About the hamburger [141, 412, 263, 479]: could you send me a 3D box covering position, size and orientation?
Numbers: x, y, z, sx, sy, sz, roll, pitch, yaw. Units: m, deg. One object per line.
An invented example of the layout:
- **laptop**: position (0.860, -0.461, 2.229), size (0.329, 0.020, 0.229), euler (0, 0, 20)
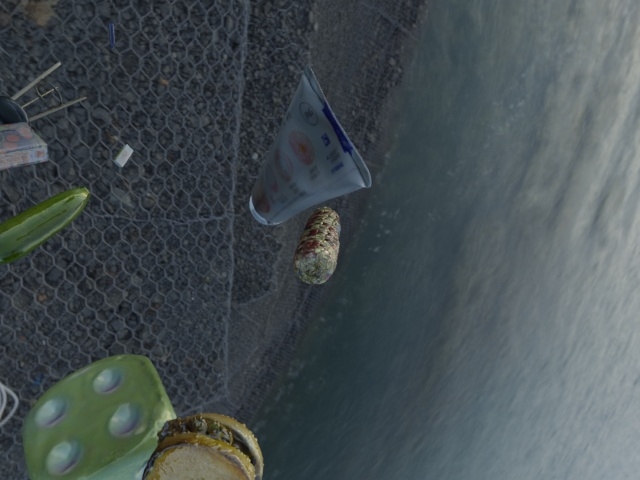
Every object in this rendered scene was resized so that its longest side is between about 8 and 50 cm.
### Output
- **hamburger**: position (-0.186, 0.361, 0.709), size (0.182, 0.118, 0.191), euler (-41, 96, 8)

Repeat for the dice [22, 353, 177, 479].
- **dice**: position (-0.413, 0.407, 0.897), size (0.249, 0.252, 0.255), euler (-24, 135, -24)

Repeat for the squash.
- **squash**: position (-0.499, -0.032, 0.793), size (0.201, 0.066, 0.066), euler (-48, 136, -32)

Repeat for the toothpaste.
- **toothpaste**: position (-0.029, -0.068, 0.476), size (0.066, 0.323, 0.100), euler (-29, 92, -16)

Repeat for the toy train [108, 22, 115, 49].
- **toy train**: position (-0.722, -0.704, 1.547), size (0.017, 0.017, 0.083), euler (-7, 106, -31)

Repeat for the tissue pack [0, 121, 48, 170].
- **tissue pack**: position (-0.705, -0.207, 0.990), size (0.148, 0.108, 0.060), euler (-27, 151, -44)

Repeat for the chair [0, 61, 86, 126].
- **chair**: position (-0.719, -0.357, 1.127), size (0.095, 0.104, 0.222), euler (92, 20, -49)

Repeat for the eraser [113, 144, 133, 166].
- **eraser**: position (-0.733, -0.315, 1.663), size (0.038, 0.019, 0.083), euler (52, 50, -45)

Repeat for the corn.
- **corn**: position (0.000, 0.000, 1.039), size (0.290, 0.098, 0.098), euler (-73, 165, -64)
